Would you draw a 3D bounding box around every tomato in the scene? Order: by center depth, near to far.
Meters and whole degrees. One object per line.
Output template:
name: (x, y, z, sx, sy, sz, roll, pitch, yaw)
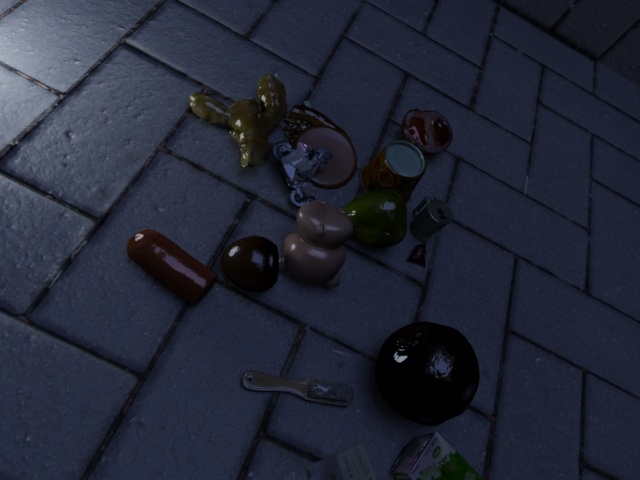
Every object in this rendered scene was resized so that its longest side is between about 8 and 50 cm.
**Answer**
tomato: (0.412, -0.417, 1.954, 0.228, 0.112, 0.199, 2, 69, -22)

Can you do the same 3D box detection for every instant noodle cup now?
instant noodle cup: (0.272, -0.248, 1.766, 0.216, 0.172, 0.215, 9, 61, -16)

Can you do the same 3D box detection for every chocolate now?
chocolate: (-0.206, 0.069, 1.421, 0.177, 0.177, 0.176, 10, 60, -17)

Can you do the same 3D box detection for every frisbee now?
frisbee: (0.020, -0.305, 1.758, 0.251, 0.021, 0.250, 5, 75, -19)

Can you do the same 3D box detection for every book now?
book: (0.060, 0.630, 1.289, 0.182, 0.014, 0.127, -11, 68, -27)

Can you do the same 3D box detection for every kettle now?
kettle: (0.383, -0.080, 1.732, 0.098, 0.148, 0.127, -35, 81, -31)

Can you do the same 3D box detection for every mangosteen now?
mangosteen: (0.297, 0.387, 1.377, 0.297, 0.313, 0.297, 0, 28, 0)

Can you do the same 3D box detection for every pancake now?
pancake: (-0.032, -0.383, 1.789, 0.266, 0.057, 0.244, 37, 57, -1)

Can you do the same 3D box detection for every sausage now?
sausage: (-0.419, 0.066, 1.354, 0.259, 0.113, 0.113, 35, 56, -1)

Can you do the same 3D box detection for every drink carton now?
drink carton: (0.344, 0.668, 1.326, 0.271, 0.108, 0.161, 45, 59, 5)

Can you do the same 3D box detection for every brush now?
brush: (-0.055, 0.404, 1.341, 0.327, 0.065, 0.070, 13, 61, -13)

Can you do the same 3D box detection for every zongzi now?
zongzi: (0.351, 0.059, 1.710, 0.073, 0.067, 0.083, 40, 74, -11)

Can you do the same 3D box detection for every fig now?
fig: (0.149, -0.077, 1.625, 0.275, 0.206, 0.206, 2, 61, -5)

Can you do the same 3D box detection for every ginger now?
ginger: (-0.226, -0.412, 1.707, 0.363, 0.122, 0.348, -22, 75, -36)

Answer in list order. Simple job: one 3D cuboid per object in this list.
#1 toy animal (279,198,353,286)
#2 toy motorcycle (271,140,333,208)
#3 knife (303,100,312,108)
toy animal: (-0.002, 0.005, 1.481, 0.210, 0.221, 0.229, 21, 60, 1)
toy motorcycle: (-0.040, -0.242, 1.648, 0.204, 0.108, 0.239, -20, 98, -13)
knife: (-0.036, -0.500, 1.881, 0.027, 0.010, 0.096, -21, 74, -31)
